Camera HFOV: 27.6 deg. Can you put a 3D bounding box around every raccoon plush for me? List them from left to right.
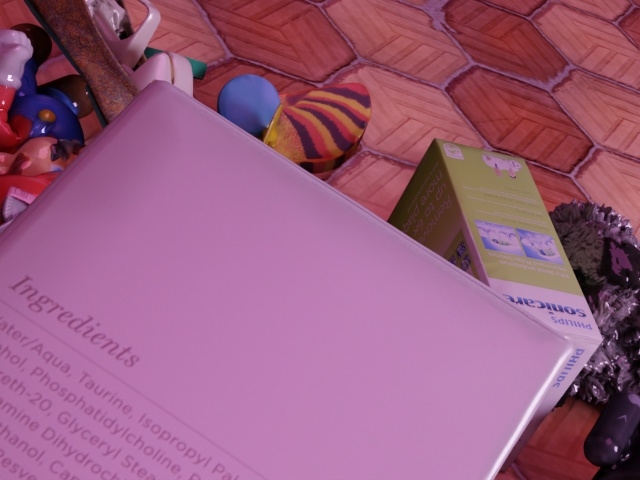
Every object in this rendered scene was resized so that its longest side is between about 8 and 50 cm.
[{"bbox_3d":[0.373,0.056,1.538,0.299,0.216,0.446,22,35,-21],"label":"raccoon plush"}]

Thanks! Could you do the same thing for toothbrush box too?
[{"bbox_3d":[0.156,0.064,1.368,0.122,0.206,0.283,11,39,-23],"label":"toothbrush box"}]

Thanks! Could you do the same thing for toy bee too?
[{"bbox_3d":[-0.091,-0.096,1.474,0.298,0.195,0.162,-4,77,16],"label":"toy bee"}]

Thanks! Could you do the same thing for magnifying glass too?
[{"bbox_3d":[-0.219,-0.215,1.531,0.092,0.026,0.231,11,6,-43],"label":"magnifying glass"}]

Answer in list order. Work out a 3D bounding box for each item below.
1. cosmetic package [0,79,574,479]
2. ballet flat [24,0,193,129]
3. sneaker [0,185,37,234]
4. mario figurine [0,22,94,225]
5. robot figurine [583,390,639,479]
[{"bbox_3d":[-0.104,0.185,0.846,0.327,0.329,0.393,33,59,9],"label":"cosmetic package"},{"bbox_3d":[-0.198,-0.181,1.354,0.123,0.123,0.348,-10,55,-40],"label":"ballet flat"},{"bbox_3d":[-0.230,0.013,1.170,0.319,0.131,0.112,-5,1,-17],"label":"sneaker"},{"bbox_3d":[-0.261,-0.101,1.341,0.198,0.170,0.320,12,36,-23],"label":"mario figurine"},{"bbox_3d":[0.342,0.270,1.265,0.209,0.173,0.278,28,34,20],"label":"robot figurine"}]
